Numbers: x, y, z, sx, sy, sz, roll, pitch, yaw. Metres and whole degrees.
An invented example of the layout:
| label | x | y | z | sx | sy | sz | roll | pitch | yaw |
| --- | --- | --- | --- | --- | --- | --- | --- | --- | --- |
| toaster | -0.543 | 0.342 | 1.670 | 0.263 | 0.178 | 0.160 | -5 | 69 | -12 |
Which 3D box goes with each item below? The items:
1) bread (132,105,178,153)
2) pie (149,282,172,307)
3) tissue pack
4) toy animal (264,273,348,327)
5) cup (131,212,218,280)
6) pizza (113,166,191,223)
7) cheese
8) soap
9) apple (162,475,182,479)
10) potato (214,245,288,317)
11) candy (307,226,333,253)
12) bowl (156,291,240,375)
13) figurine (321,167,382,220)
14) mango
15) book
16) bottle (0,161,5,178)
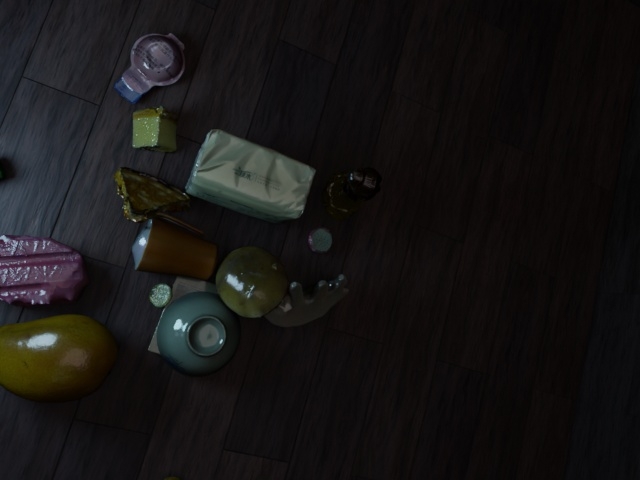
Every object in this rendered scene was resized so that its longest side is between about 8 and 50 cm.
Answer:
| label | x | y | z | sx | sy | sz | roll | pitch | yaw |
| --- | --- | --- | --- | --- | --- | --- | --- | --- | --- |
| bread | -0.572 | -0.380 | 1.784 | 0.151 | 0.127 | 0.147 | 3 | 85 | 14 |
| pie | -0.538 | 0.183 | 1.756 | 0.085 | 0.017 | 0.085 | -1 | 75 | 5 |
| tissue pack | -0.244 | -0.204 | 1.760 | 0.380 | 0.297 | 0.208 | 19 | 81 | -18 |
| toy animal | -0.072 | 0.179 | 1.866 | 0.308 | 0.188 | 0.266 | -43 | 131 | -7 |
| cup | -0.485 | 0.021 | 1.740 | 0.263 | 0.182 | 0.226 | 18 | 48 | -24 |
| pizza | -0.540 | -0.128 | 1.698 | 0.251 | 0.288 | 0.074 | 11 | 122 | -32 |
| cheese | -0.585 | -0.599 | 1.791 | 0.188 | 0.074 | 0.286 | 39 | 78 | -12 |
| soap | -0.886 | 0.093 | 1.597 | 0.324 | 0.127 | 0.221 | -1 | 87 | -20 |
| apple | -0.488 | 0.820 | 1.701 | 0.089 | 0.074 | 0.090 | 3 | 82 | -19 |
| potato | -0.242 | 0.113 | 1.737 | 0.239 | 0.299 | 0.116 | -34 | 141 | -13 |
| candy | 0.000 | 0.000 | 1.961 | 0.103 | 0.043 | 0.103 | 3 | 82 | -20 |
| bowl | -0.389 | 0.314 | 1.718 | 0.288 | 0.146 | 0.290 | 2 | 84 | -22 |
| figurine | 0.132 | -0.184 | 1.878 | 0.168 | 0.315 | 0.187 | 41 | 74 | -11 |
| mango | -0.807 | 0.351 | 1.560 | 0.377 | 0.221 | 0.264 | 7 | 88 | -8 |
| book | -0.443 | 0.273 | 1.792 | 0.214 | 0.025 | 0.283 | 21 | 77 | -18 |
| bottle | -1.134 | -0.176 | 1.550 | 0.329 | 0.093 | 0.093 | -23 | 93 | -20 |
